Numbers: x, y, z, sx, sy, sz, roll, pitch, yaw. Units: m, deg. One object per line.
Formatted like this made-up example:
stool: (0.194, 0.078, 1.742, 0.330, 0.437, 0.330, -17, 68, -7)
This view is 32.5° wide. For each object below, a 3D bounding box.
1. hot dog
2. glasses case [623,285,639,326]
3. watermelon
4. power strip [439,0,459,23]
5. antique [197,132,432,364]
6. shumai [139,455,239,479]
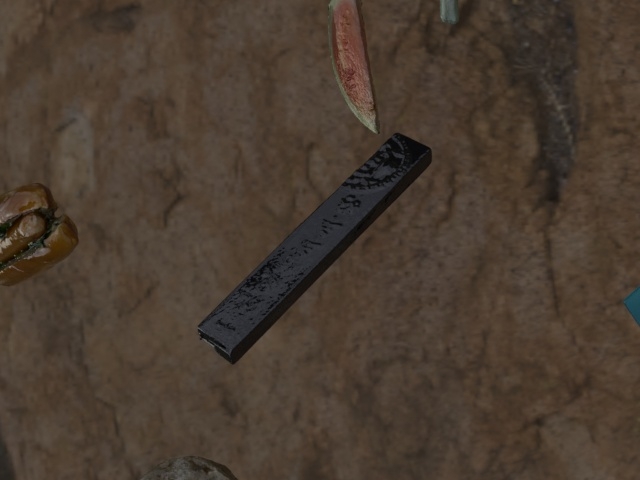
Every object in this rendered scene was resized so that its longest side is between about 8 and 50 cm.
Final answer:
hot dog: (-0.351, 0.000, 1.259, 0.100, 0.068, 0.249, 56, 147, -7)
glasses case: (0.439, 0.124, 1.177, 0.117, 0.070, 0.301, -46, 25, 18)
watermelon: (0.057, -0.295, 1.773, 0.119, 0.063, 0.245, -129, 30, -74)
power strip: (0.068, -0.268, 0.702, 0.054, 0.168, 0.253, -136, 24, -73)
antique: (0.000, 0.000, 0.665, 0.031, 0.192, 0.015, 30, 150, 27)
shumai: (-0.104, 0.318, 1.080, 0.209, 0.161, 0.153, 64, 173, -4)
